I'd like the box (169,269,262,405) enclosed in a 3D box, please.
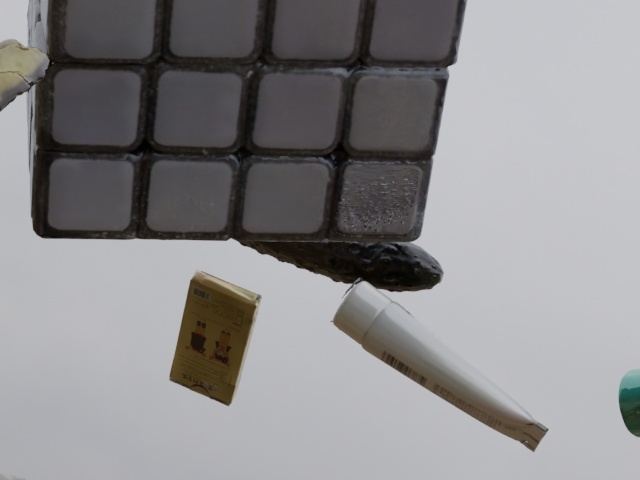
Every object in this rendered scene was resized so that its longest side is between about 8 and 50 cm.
[{"bbox_3d":[-0.107,0.099,1.621,0.073,0.020,0.149,23,-51,7],"label":"box"}]

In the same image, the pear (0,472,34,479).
[{"bbox_3d":[-0.247,0.243,1.103,0.187,0.220,0.187,47,11,-12],"label":"pear"}]

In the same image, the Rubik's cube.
[{"bbox_3d":[-0.082,-0.219,1.398,0.344,0.337,0.344,1,30,-12],"label":"Rubik's cube"}]

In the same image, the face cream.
[{"bbox_3d":[0.120,0.128,1.614,0.244,0.058,0.092,36,-15,12],"label":"face cream"}]

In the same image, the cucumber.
[{"bbox_3d":[0.000,0.000,1.762,0.303,0.081,0.072,22,-48,37],"label":"cucumber"}]

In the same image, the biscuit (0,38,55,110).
[{"bbox_3d":[-0.278,-0.014,0.966,0.036,0.187,0.273,47,-56,-9],"label":"biscuit"}]

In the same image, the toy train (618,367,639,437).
[{"bbox_3d":[0.401,0.128,1.539,0.248,0.101,0.159,-17,3,31],"label":"toy train"}]
